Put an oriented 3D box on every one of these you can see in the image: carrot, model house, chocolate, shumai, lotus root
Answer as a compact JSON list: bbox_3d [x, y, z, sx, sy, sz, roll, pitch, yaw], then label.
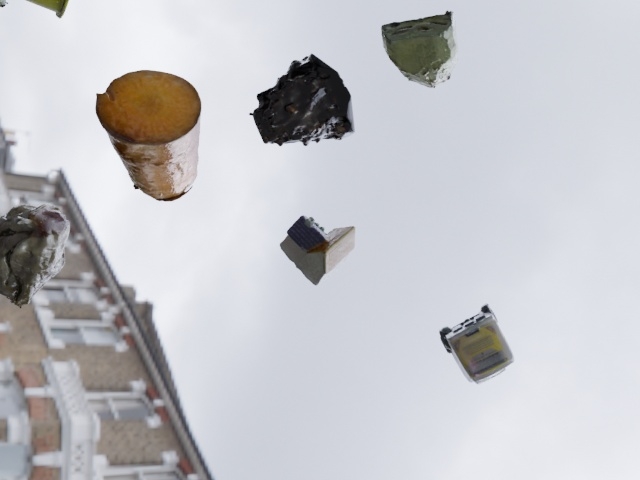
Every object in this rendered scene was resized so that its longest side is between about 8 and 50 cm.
[{"bbox_3d":[-0.322,-0.183,1.800,0.254,0.196,0.196,97,-21,-58],"label":"carrot"},{"bbox_3d":[0.000,0.000,1.537,0.100,0.088,0.100,45,-32,8],"label":"model house"},{"bbox_3d":[-0.041,-0.200,1.468,0.156,0.133,0.156,50,-20,26],"label":"chocolate"},{"bbox_3d":[-0.671,0.009,2.089,0.218,0.184,0.185,-55,174,-21],"label":"shumai"},{"bbox_3d":[0.196,-0.344,1.729,0.143,0.144,0.070,-13,-139,23],"label":"lotus root"}]

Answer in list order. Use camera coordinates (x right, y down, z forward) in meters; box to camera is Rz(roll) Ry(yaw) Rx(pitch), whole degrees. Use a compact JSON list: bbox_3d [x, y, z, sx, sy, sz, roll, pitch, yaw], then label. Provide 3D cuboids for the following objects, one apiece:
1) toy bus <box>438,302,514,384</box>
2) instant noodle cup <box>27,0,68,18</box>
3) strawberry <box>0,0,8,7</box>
[{"bbox_3d":[0.248,0.169,1.463,0.106,0.092,0.268,63,2,11],"label":"toy bus"},{"bbox_3d":[-0.476,-0.502,1.458,0.264,0.200,0.264,-169,-90,-69],"label":"instant noodle cup"},{"bbox_3d":[-0.655,-0.413,1.610,0.228,0.174,0.098,-7,-62,31],"label":"strawberry"}]
